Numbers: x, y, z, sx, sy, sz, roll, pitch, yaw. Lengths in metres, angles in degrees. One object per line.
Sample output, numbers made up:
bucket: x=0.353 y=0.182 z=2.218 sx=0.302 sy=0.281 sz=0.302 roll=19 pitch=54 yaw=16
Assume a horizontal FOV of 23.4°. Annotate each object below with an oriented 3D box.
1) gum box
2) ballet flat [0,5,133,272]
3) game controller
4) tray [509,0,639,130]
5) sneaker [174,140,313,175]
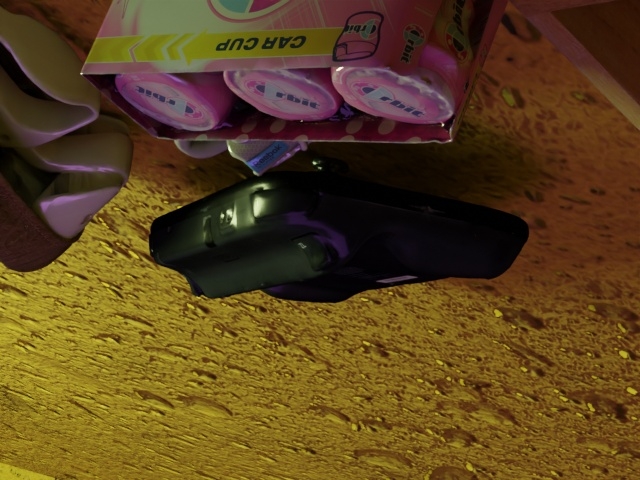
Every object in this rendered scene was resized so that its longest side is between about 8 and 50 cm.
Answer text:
gum box: x=-0.005 y=-0.104 z=0.689 sx=0.188 sy=0.107 sz=0.062 roll=4 pitch=154 yaw=39
ballet flat: x=-0.194 y=-0.074 z=0.995 sx=0.124 sy=0.116 sz=0.342 roll=-4 pitch=151 yaw=10
game controller: x=0.000 y=0.000 z=0.978 sx=0.167 sy=0.067 sz=0.319 roll=2 pitch=175 yaw=-20
tray: x=0.287 y=-0.080 z=0.516 sx=0.411 sy=0.076 sz=0.203 roll=0 pitch=152 yaw=47
sneaker: x=-0.006 y=-0.072 z=0.816 sx=0.191 sy=0.083 sz=0.071 roll=-4 pitch=147 yaw=47
